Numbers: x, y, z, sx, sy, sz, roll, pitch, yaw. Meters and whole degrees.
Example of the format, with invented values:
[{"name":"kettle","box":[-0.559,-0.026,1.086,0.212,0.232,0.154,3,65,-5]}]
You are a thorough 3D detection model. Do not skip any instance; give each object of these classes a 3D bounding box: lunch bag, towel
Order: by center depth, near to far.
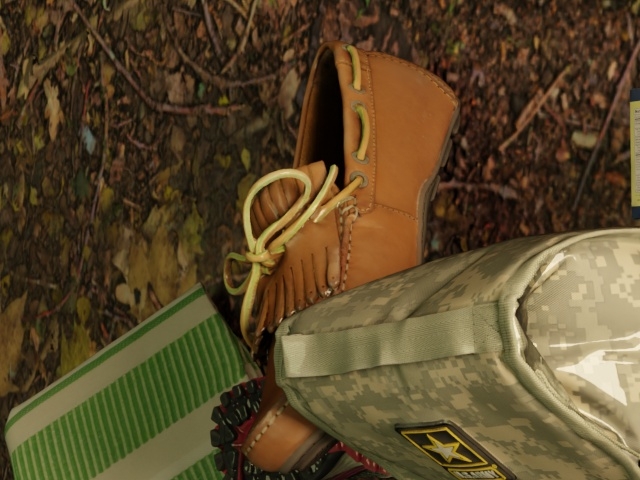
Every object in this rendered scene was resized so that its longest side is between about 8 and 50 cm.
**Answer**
[{"name":"lunch bag","box":[0.142,0.075,1.172,0.235,0.287,0.169,-11,80,54]},{"name":"towel","box":[-0.131,0.211,1.662,0.248,0.038,0.325,-33,51,0]}]

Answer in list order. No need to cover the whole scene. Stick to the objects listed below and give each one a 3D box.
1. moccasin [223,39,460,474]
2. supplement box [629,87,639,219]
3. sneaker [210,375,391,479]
[{"name":"moccasin","box":[0.001,-0.001,1.357,0.139,0.147,0.380,-45,22,50]},{"name":"supplement box","box":[0.243,-0.055,1.205,0.056,0.083,0.083,-2,88,55]},{"name":"sneaker","box":[0.051,0.123,1.471,0.299,0.112,0.120,-14,83,41]}]
